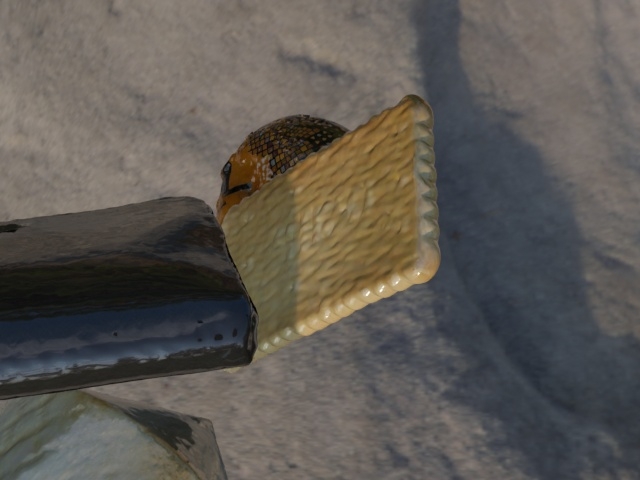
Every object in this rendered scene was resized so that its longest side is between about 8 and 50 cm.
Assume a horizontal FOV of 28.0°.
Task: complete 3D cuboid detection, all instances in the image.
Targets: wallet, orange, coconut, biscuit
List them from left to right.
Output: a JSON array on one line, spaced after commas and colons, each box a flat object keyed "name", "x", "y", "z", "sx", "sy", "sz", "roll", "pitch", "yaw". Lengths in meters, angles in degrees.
[{"name": "wallet", "x": -0.154, "y": 0.024, "z": 0.500, "sx": 0.250, "sy": 0.149, "sz": 0.044, "roll": -7, "pitch": 109, "yaw": -9}, {"name": "coconut", "x": -0.198, "y": 0.274, "z": 1.166, "sx": 0.328, "sy": 0.329, "sz": 0.329, "roll": 3, "pitch": 81, "yaw": -20}, {"name": "orange", "x": -0.022, "y": -0.035, "z": 1.537, "sx": 0.182, "sy": 0.234, "sz": 0.234, "roll": 25, "pitch": 74, "yaw": -31}, {"name": "biscuit", "x": 0.001, "y": 0.000, "z": 1.009, "sx": 0.030, "sy": 0.249, "sz": 0.160, "roll": 23, "pitch": 53, "yaw": -35}]
